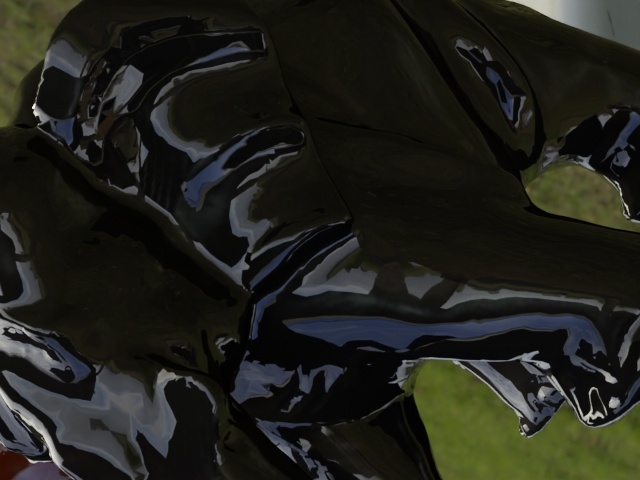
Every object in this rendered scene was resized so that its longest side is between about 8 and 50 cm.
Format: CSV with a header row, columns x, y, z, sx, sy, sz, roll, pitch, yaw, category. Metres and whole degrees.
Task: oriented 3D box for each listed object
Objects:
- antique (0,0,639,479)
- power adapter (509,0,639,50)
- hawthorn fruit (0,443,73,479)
x,y,z,sx,sy,sz,roll,pitch,yaw,category
0.000,0.000,0.582,0.255,0.322,0.185,29,132,-4,antique
0.231,-0.236,1.441,0.124,0.255,0.187,3,173,-28,power adapter
-0.186,0.153,1.082,0.300,0.275,0.275,-7,157,13,hawthorn fruit
